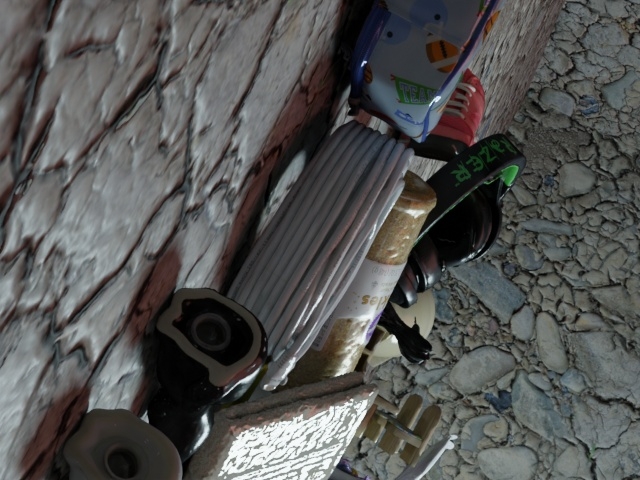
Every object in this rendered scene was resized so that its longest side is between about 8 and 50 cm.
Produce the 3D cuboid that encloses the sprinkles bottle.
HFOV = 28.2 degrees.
[{"bbox_3d":[0.021,0.074,1.579,0.355,0.121,0.121,-67,171,21],"label":"sprinkles bottle"}]

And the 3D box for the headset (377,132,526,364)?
[{"bbox_3d":[0.158,0.019,1.742,0.243,0.185,0.394,-31,165,-37],"label":"headset"}]

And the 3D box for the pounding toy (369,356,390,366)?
[{"bbox_3d":[0.095,0.127,2.211,0.100,0.141,0.130,-33,-167,39],"label":"pounding toy"}]

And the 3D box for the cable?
[{"bbox_3d":[0.000,0.000,1.284,0.257,0.089,0.257,-62,174,29],"label":"cable"}]

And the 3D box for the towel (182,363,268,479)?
[{"bbox_3d":[-0.129,0.248,1.479,0.237,0.021,0.102,-61,174,24],"label":"towel"}]

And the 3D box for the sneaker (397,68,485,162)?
[{"bbox_3d":[0.183,-0.192,1.883,0.314,0.116,0.136,-46,147,-75],"label":"sneaker"}]

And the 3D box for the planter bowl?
[{"bbox_3d":[0.093,0.115,2.050,0.162,0.162,0.109,-65,163,12],"label":"planter bowl"}]

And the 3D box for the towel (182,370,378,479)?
[{"bbox_3d":[-0.059,0.247,1.485,0.282,0.049,0.187,-6,130,-51],"label":"towel"}]

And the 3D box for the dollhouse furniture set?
[{"bbox_3d":[0.052,0.187,1.856,0.161,0.212,0.242,-61,-162,-3],"label":"dollhouse furniture set"}]

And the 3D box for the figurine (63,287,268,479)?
[{"bbox_3d":[-0.140,0.176,1.061,0.215,0.092,0.209,-56,173,-35],"label":"figurine"}]

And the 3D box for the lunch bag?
[{"bbox_3d":[0.123,-0.243,1.244,0.303,0.115,0.243,-61,177,-4],"label":"lunch bag"}]

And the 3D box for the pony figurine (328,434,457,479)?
[{"bbox_3d":[0.075,0.498,2.387,0.351,0.363,0.303,-50,164,-58],"label":"pony figurine"}]
